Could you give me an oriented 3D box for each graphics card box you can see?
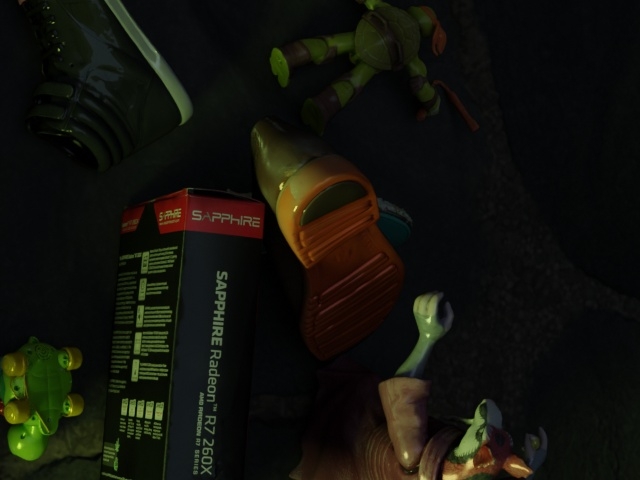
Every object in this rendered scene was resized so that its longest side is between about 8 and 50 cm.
[{"bbox_3d":[-0.148,0.142,1.663,0.094,0.233,0.370,8,83,-23],"label":"graphics card box"}]

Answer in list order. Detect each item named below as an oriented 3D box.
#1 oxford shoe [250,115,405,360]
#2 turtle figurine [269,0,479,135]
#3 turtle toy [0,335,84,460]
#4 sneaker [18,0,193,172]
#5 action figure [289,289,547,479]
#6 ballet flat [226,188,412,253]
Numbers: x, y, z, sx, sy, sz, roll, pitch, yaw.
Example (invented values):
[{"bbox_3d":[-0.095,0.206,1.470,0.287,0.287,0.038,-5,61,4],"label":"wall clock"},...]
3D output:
[{"bbox_3d":[0.000,0.000,1.724,0.130,0.363,0.132,-31,58,-15],"label":"oxford shoe"},{"bbox_3d":[0.066,-0.209,1.854,0.217,0.087,0.269,-32,99,-21],"label":"turtle figurine"},{"bbox_3d":[-0.301,0.165,1.685,0.095,0.066,0.130,-1,89,-46],"label":"turtle toy"},{"bbox_3d":[-0.274,-0.198,1.698,0.147,0.104,0.295,-47,108,-24],"label":"sneaker"},{"bbox_3d":[0.082,0.228,1.679,0.248,0.370,0.276,48,72,-13],"label":"action figure"},{"bbox_3d":[-0.009,-0.032,1.819,0.241,0.091,0.077,-2,55,-27],"label":"ballet flat"}]
